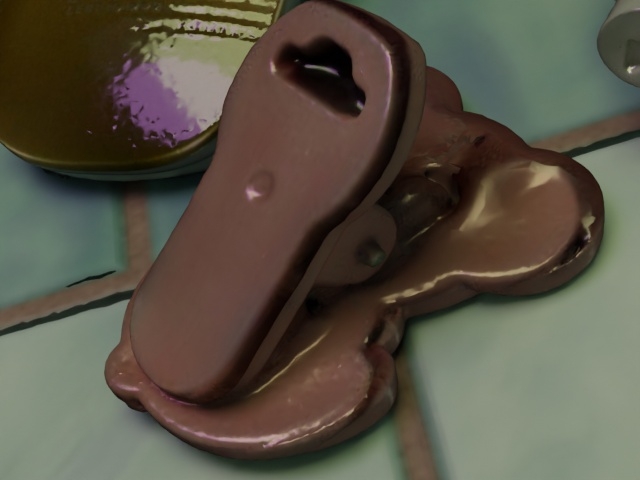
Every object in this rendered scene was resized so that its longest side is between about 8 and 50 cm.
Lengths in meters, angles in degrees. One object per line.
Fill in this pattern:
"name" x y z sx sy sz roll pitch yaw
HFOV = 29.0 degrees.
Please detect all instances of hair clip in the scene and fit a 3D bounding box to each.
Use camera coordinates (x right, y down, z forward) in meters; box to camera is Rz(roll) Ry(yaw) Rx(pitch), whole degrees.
"hair clip" 0.007 0.003 0.391 0.123 0.102 0.138 32 99 40

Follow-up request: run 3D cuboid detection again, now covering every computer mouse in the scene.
"computer mouse" -0.052 -0.125 0.509 0.126 0.056 0.245 3 50 22

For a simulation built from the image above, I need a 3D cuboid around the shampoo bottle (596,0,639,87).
"shampoo bottle" 0.172 -0.166 0.437 0.092 0.092 0.303 15 57 30
